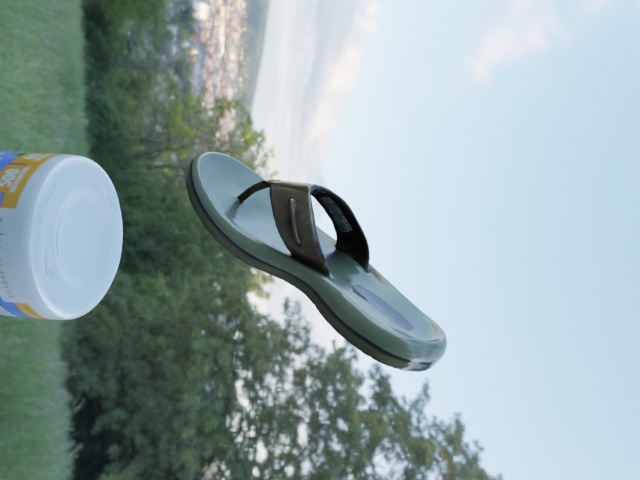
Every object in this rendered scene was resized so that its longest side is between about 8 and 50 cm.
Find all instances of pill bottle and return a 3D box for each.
[{"bbox_3d":[-0.345,-0.010,0.562,0.152,0.272,0.152,4,90,-81],"label":"pill bottle"}]

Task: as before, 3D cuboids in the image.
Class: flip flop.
[{"bbox_3d":[0.000,0.000,0.512,0.112,0.277,0.080,-16,140,-55],"label":"flip flop"}]
